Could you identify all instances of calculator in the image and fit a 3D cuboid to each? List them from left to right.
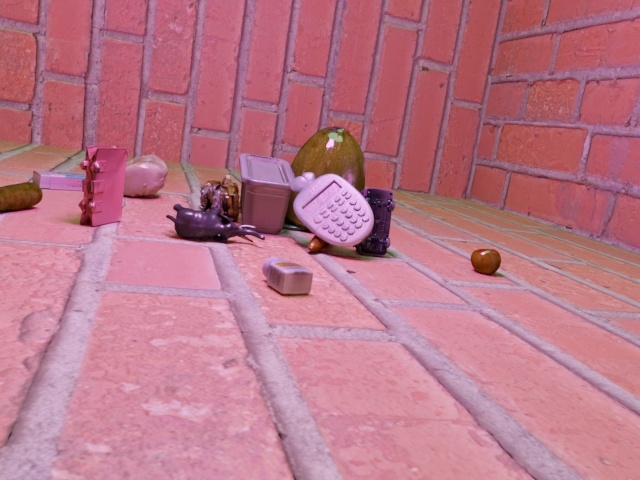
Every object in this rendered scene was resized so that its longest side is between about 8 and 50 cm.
[{"bbox_3d":[0.028,-0.097,1.742,0.295,0.184,0.042,44,-12,26],"label":"calculator"}]

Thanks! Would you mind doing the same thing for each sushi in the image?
[{"bbox_3d":[-0.351,-0.154,2.069,0.131,0.139,0.291,-3,16,-19],"label":"sushi"}]

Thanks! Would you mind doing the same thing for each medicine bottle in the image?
[{"bbox_3d":[-0.077,0.075,1.294,0.074,0.055,0.118,0,13,-33],"label":"medicine bottle"}]

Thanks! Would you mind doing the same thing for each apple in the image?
[{"bbox_3d":[0.492,0.060,1.784,0.089,0.074,0.089,7,9,-1],"label":"apple"}]

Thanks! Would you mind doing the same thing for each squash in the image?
[{"bbox_3d":[0.015,-0.231,2.046,0.310,0.309,0.310,5,29,-3],"label":"squash"}]

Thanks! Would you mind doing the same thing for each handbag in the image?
[{"bbox_3d":[-0.598,-0.152,1.637,0.059,0.212,0.157,11,11,10],"label":"handbag"}]

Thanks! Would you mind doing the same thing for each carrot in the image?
[{"bbox_3d":[-0.857,-0.100,1.561,0.074,0.074,0.358,10,14,8],"label":"carrot"},{"bbox_3d":[0.000,0.000,1.761,0.061,0.061,0.210,11,16,14],"label":"carrot"}]

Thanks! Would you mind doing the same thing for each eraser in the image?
[{"bbox_3d":[-0.899,-0.213,2.143,0.225,0.052,0.095,1,16,-41],"label":"eraser"}]

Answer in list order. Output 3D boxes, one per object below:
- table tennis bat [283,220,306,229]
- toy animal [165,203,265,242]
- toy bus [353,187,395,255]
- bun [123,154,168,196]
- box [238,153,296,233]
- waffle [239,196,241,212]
[{"bbox_3d":[-0.049,-0.058,2.071,0.257,0.039,0.160,7,15,-1],"label":"table tennis bat"},{"bbox_3d":[-0.296,-0.042,1.674,0.269,0.082,0.137,10,13,-16],"label":"toy animal"},{"bbox_3d":[0.158,-0.056,1.803,0.096,0.199,0.108,7,0,-12],"label":"toy bus"},{"bbox_3d":[-0.667,-0.229,2.213,0.229,0.145,0.229,-21,22,9],"label":"bun"},{"bbox_3d":[-0.187,-0.154,1.955,0.175,0.182,0.312,7,22,-13],"label":"box"},{"bbox_3d":[-0.286,-0.133,2.248,0.102,0.042,0.148,13,11,13],"label":"waffle"}]
